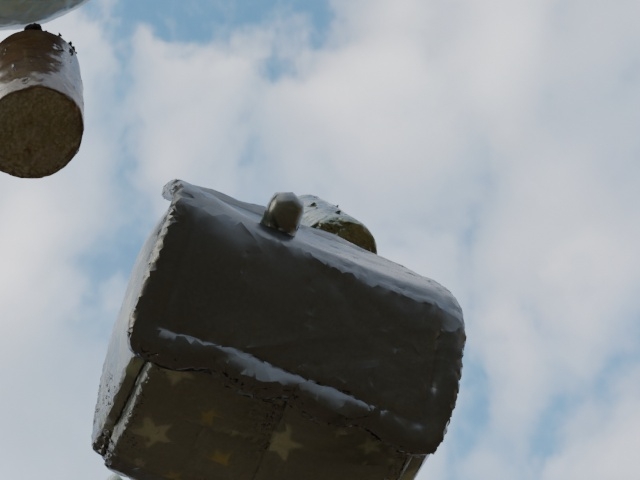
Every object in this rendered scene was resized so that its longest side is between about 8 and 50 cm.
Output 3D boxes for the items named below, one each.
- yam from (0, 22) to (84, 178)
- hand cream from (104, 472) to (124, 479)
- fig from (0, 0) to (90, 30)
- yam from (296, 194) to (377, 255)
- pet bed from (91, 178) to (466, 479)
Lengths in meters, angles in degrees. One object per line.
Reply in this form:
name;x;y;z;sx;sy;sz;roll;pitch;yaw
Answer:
yam;-0.214;-0.105;0.790;0.084;0.127;0.084;-8;-60;-14
hand cream;-0.382;0.441;1.532;0.255;0.079;0.048;-42;-81;-24
fig;-0.306;-0.354;0.956;0.316;0.316;0.316;-2;-66;-5
yam;0.000;0.000;0.981;0.078;0.179;0.078;-2;-78;-11
pet bed;-0.019;0.060;0.661;0.210;0.183;0.159;20;-59;-11
